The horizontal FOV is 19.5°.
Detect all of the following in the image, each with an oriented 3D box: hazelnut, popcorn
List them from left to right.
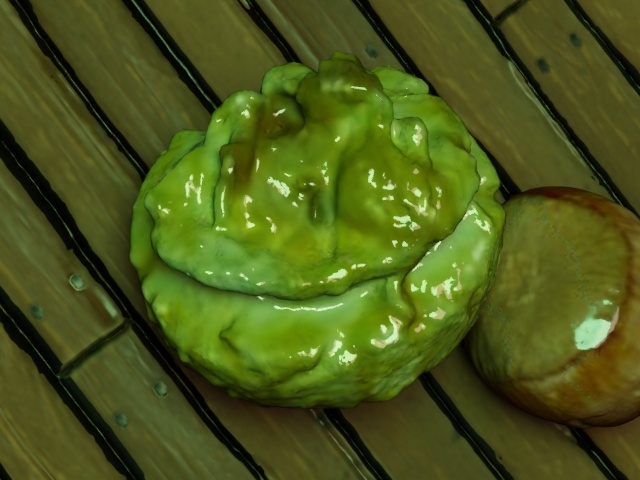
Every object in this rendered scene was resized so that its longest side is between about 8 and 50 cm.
[{"bbox_3d":[0.000,0.000,1.101,0.221,0.183,0.204,-30,77,-6],"label":"popcorn"},{"bbox_3d":[0.166,0.043,1.164,0.150,0.150,0.150,3,80,-16],"label":"hazelnut"}]
